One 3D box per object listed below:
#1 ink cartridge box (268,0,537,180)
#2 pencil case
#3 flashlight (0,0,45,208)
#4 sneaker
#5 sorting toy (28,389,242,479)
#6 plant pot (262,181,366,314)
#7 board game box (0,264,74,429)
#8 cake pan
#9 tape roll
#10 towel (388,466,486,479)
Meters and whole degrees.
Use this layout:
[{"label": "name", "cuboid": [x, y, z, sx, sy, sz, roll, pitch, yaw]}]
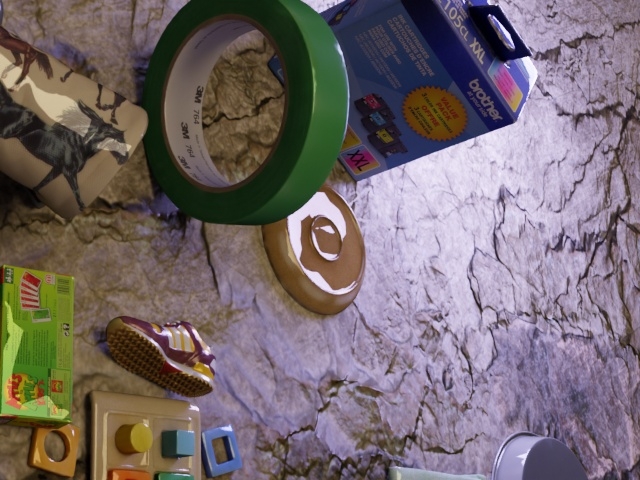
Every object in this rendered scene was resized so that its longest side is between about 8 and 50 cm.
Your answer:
[{"label": "ink cartridge box", "cuboid": [0.156, -0.284, 2.001, 0.270, 0.395, 0.151, 51, 41, -22]}, {"label": "pencil case", "cuboid": [-0.389, -0.180, 1.401, 0.410, 0.183, 0.160, 34, 90, -25]}, {"label": "flashlight", "cuboid": [-0.382, -0.198, 1.545, 0.304, 0.103, 0.103, 58, 37, -13]}, {"label": "sneaker", "cuboid": [-0.209, 0.134, 1.643, 0.185, 0.069, 0.084, 43, 36, -39]}, {"label": "sorting toy", "cuboid": [-0.211, 0.287, 1.579, 0.347, 0.047, 0.196, 15, 63, -47]}, {"label": "plant pot", "cuboid": [0.000, 0.000, 1.981, 0.236, 0.032, 0.236, 24, 56, -42]}, {"label": "board game box", "cuboid": [-0.342, 0.126, 1.479, 0.092, 0.043, 0.181, 11, 64, -34]}, {"label": "cake pan", "cuboid": [0.409, 0.483, 2.246, 0.293, 0.054, 0.293, 24, 57, -43]}, {"label": "tape roll", "cuboid": [-0.107, -0.181, 1.693, 0.077, 0.321, 0.321, 4, 71, -50]}, {"label": "towel", "cuboid": [0.208, 0.529, 1.992, 0.248, 0.038, 0.325, 16, 62, -46]}]
